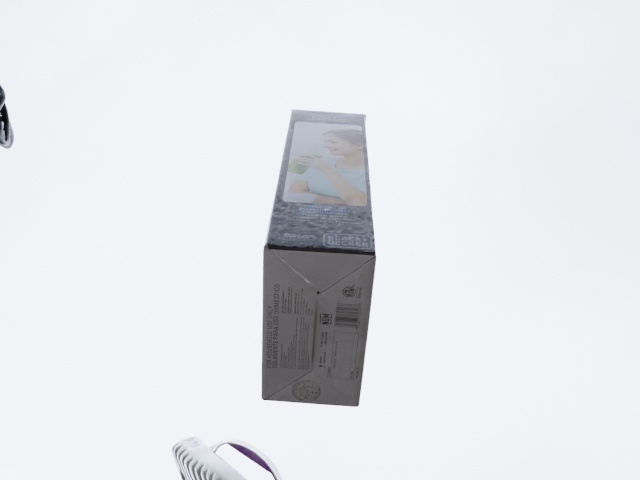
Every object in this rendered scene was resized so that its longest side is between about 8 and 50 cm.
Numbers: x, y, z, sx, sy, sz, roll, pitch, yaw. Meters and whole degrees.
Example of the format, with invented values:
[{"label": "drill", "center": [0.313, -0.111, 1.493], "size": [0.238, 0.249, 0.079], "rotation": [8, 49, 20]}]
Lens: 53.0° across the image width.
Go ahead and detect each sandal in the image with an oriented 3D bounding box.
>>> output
[{"label": "sandal", "center": [-0.081, 0.311, 0.772], "size": [0.102, 0.416, 0.169], "rotation": [-24, -76, -26]}]

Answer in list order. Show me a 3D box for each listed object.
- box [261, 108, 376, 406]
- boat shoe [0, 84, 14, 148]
[{"label": "box", "center": [0.000, 0.000, 0.637], "size": [0.087, 0.169, 0.290], "rotation": [4, -147, 0]}, {"label": "boat shoe", "center": [-0.469, -0.177, 0.790], "size": [0.156, 0.500, 0.186], "rotation": [-15, -117, -40]}]
